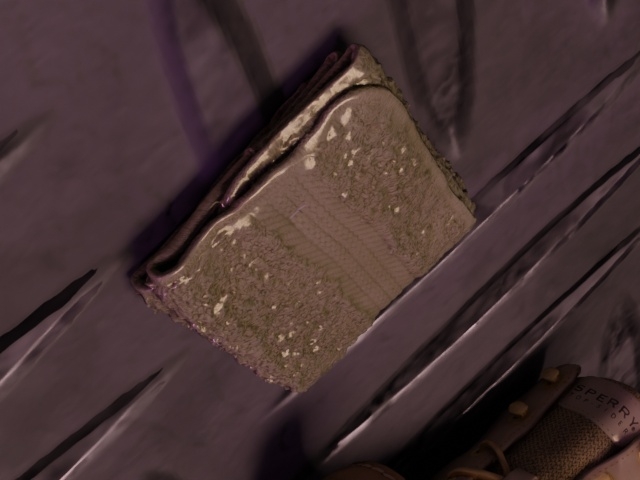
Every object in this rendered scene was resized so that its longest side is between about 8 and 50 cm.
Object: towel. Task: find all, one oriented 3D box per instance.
[{"bbox_3d":[0.000,0.000,0.614,0.110,0.027,0.148,-46,155,-1],"label":"towel"}]

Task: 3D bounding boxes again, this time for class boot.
[{"bbox_3d":[0.077,0.126,0.831,0.203,0.095,0.262,-38,155,-18],"label":"boot"}]
